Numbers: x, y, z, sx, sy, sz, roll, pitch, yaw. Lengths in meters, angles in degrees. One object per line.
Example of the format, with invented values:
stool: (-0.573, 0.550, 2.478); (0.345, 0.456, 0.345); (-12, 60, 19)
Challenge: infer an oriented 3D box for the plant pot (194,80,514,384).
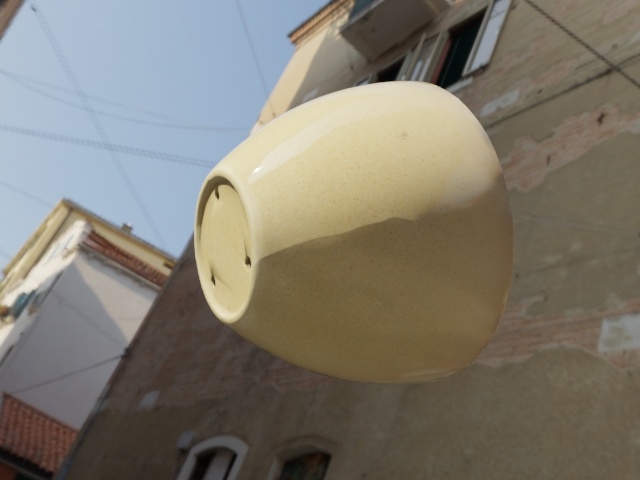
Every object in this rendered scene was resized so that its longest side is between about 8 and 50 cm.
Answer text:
plant pot: (0.000, 0.000, 0.626); (0.191, 0.284, 0.284); (-5, -17, -30)
